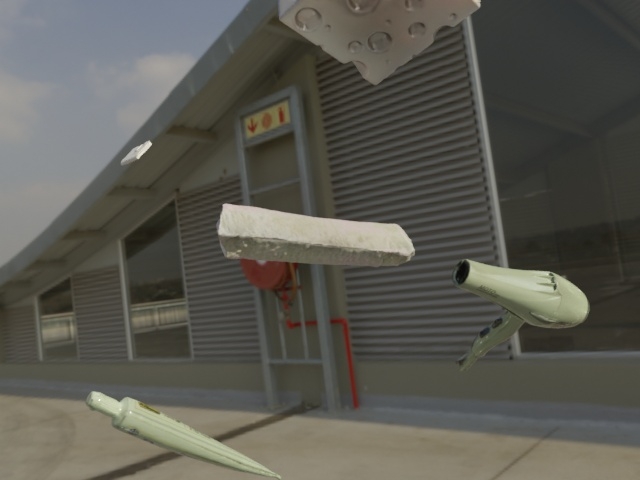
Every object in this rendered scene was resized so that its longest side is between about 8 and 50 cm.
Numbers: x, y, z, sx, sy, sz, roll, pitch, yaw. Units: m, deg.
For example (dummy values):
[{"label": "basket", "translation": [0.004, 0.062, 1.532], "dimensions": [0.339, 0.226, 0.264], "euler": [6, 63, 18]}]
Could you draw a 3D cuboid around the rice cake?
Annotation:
[{"label": "rice cake", "translation": [0.000, 0.000, 0.889], "dimensions": [0.365, 0.072, 0.056], "euler": [4, -39, -36]}]

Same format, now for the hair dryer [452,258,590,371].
[{"label": "hair dryer", "translation": [0.257, 0.117, 0.934], "dimensions": [0.229, 0.092, 0.267], "euler": [32, -54, -31]}]

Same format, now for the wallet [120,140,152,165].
[{"label": "wallet", "translation": [-0.343, -0.161, 1.095], "dimensions": [0.011, 0.044, 0.083], "euler": [46, -29, -26]}]

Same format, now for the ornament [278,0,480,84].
[{"label": "ornament", "translation": [0.088, -0.468, 1.008], "dimensions": [0.240, 0.239, 0.240], "euler": [22, -39, -38]}]

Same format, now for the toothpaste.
[{"label": "toothpaste", "translation": [-0.159, 0.237, 0.701], "dimensions": [0.255, 0.037, 0.067], "euler": [34, -30, -26]}]
